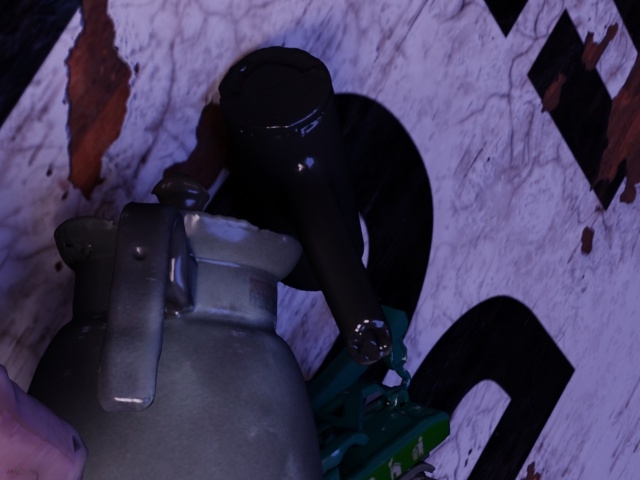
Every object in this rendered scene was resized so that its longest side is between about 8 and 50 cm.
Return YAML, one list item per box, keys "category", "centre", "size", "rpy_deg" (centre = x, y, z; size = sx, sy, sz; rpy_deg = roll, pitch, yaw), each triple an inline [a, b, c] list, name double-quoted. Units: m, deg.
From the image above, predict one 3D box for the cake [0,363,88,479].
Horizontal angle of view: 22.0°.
- category: "cake"
  centre: [-0.321, 0.149, 0.883]
  size: [0.309, 0.237, 0.230]
  rpy_deg: [-53, 144, -18]

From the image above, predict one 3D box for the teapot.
- category: "teapot"
  centre: [-0.123, 0.083, 1.117]
  size: [0.305, 0.223, 0.285]
  rpy_deg: [23, 66, -57]

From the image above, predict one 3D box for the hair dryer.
- category: "hair dryer"
  centre: [0.000, 0.000, 1.263]
  size: [0.089, 0.251, 0.197]
  rpy_deg: [-17, 135, -5]

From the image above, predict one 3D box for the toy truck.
- category: "toy truck"
  centre: [-0.033, 0.213, 1.397]
  size: [0.363, 0.176, 0.178]
  rpy_deg: [-35, 126, -40]
